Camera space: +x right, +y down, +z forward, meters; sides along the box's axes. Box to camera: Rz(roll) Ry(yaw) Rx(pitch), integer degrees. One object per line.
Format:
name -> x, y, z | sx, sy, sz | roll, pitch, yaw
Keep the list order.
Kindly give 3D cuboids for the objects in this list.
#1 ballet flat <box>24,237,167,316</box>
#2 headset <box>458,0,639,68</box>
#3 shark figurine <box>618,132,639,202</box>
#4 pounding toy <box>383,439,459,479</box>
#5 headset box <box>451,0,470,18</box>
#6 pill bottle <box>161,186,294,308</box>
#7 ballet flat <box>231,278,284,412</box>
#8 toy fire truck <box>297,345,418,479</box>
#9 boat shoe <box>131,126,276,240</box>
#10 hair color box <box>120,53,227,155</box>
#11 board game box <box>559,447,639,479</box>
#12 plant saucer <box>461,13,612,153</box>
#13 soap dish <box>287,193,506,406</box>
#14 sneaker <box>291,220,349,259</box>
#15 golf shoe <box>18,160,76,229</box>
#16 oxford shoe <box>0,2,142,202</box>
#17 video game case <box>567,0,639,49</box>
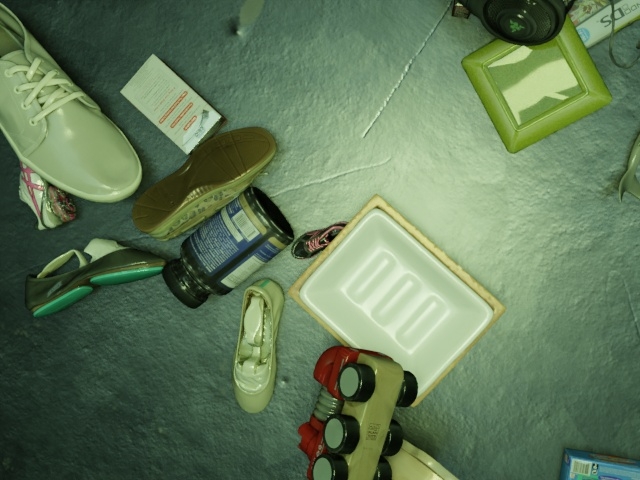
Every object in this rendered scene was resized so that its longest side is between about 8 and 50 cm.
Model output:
ballet flat -> -0.416, 0.052, 1.346 | 0.280, 0.095, 0.096 | -19, 78, 7
headset -> 0.360, -0.409, 1.119 | 0.243, 0.185, 0.394 | -41, 74, -14
shark figurine -> 0.576, -0.187, 1.195 | 0.278, 0.116, 0.166 | -33, 72, 21
pounding toy -> 0.125, 0.421, 1.239 | 0.154, 0.269, 0.155 | 45, 76, -21
headset box -> 0.242, -0.412, 1.244 | 0.032, 0.083, 0.062 | 10, 95, 6
pill bottle -> -0.163, 0.018, 1.294 | 0.219, 0.123, 0.123 | -38, 88, 9
ballet flat -> -0.118, 0.192, 1.320 | 0.086, 0.086, 0.248 | 6, 94, 6
toy fire truck -> 0.031, 0.269, 1.205 | 0.158, 0.246, 0.217 | 14, 93, -36
boat shoe -> -0.198, -0.100, 1.321 | 0.285, 0.089, 0.104 | -30, 63, 5
hair color box -> -0.261, -0.239, 1.329 | 0.167, 0.053, 0.093 | 43, 96, 4
board game box -> 0.486, 0.477, 1.278 | 0.160, 0.047, 0.210 | 9, 94, 6
plant saucer -> 0.355, -0.267, 1.237 | 0.188, 0.045, 0.188 | -28, 90, 20
soap dish -> 0.127, 0.099, 1.267 | 0.291, 0.118, 0.229 | 42, 97, 3
sneaker -> 0.000, 0.000, 1.308 | 0.119, 0.057, 0.047 | -25, 92, 9
golf shoe -> -0.524, -0.108, 1.360 | 0.086, 0.067, 0.186 | -23, 90, 9
oxford shoe -> -0.488, -0.244, 1.296 | 0.449, 0.130, 0.169 | 47, 60, 3
video game case -> 0.453, -0.482, 1.240 | 0.248, 0.035, 0.275 | -30, 89, 8
